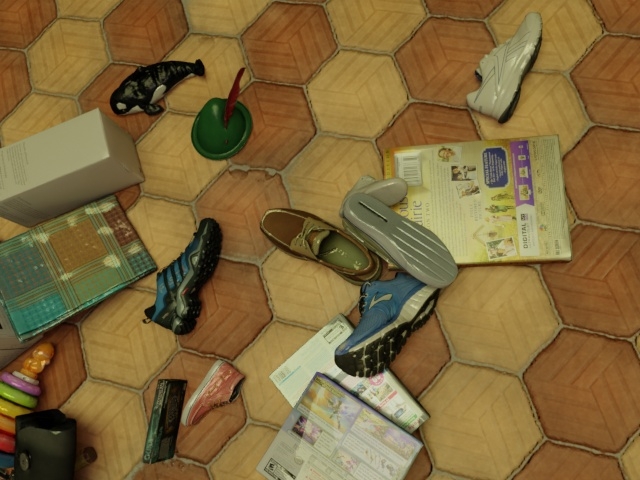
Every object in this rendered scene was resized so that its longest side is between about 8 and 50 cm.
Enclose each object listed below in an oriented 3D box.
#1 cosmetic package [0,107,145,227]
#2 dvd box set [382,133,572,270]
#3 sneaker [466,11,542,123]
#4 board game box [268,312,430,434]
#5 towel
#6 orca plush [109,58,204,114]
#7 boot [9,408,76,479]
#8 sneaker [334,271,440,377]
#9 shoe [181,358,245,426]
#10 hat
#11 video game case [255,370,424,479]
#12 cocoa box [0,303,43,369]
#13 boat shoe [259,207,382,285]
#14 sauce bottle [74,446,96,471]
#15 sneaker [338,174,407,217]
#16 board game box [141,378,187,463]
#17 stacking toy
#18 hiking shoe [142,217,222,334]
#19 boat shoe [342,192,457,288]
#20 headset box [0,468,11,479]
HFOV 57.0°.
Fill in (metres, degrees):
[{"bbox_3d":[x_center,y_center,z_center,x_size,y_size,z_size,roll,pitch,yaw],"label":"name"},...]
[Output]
[{"bbox_3d":[-0.684,-0.182,1.559,0.365,0.197,0.155,-22,73,3],"label":"cosmetic package"},{"bbox_3d":[0.364,-0.087,1.414,0.419,0.062,0.308,-4,76,9],"label":"dvd box set"},{"bbox_3d":[0.460,-0.442,1.461,0.129,0.111,0.297,23,81,21],"label":"sneaker"},{"bbox_3d":[0.066,0.354,1.346,0.224,0.097,0.303,-41,72,0],"label":"board game box"},{"bbox_3d":[-0.645,0.057,1.511,0.370,0.040,0.272,-30,73,-20],"label":"towel"},{"bbox_3d":[-0.463,-0.437,1.627,0.287,0.102,0.151,-11,75,7],"label":"orca plush"},{"bbox_3d":[-0.577,0.626,1.301,0.366,0.146,0.446,1,81,35],"label":"boot"},{"bbox_3d":[0.129,0.177,1.319,0.147,0.130,0.330,28,42,28],"label":"sneaker"},{"bbox_3d":[-0.256,0.380,1.414,0.081,0.063,0.178,28,79,20],"label":"shoe"},{"bbox_3d":[-0.280,-0.336,1.527,0.172,0.183,0.209,21,81,15],"label":"hat"},{"bbox_3d":[0.040,0.452,1.237,0.269,0.061,0.244,31,84,20],"label":"video game case"},{"bbox_3d":[-0.925,0.165,1.493,0.228,0.231,0.347,-37,73,8],"label":"cocoa box"},{"bbox_3d":[0.000,0.000,1.428,0.323,0.120,0.123,23,82,14],"label":"boat shoe"},{"bbox_3d":[-0.614,0.552,1.449,0.128,0.042,0.042,-29,73,4],"label":"sauce bottle"},{"bbox_3d":[0.122,-0.123,1.415,0.212,0.080,0.094,-23,48,46],"label":"sneaker"},{"bbox_3d":[-0.366,0.422,1.392,0.026,0.126,0.186,6,77,12],"label":"board game box"},{"bbox_3d":[-0.764,0.390,1.473,0.165,0.175,0.302,20,70,16],"label":"stacking toy"},{"bbox_3d":[-0.348,0.077,1.477,0.131,0.113,0.304,16,80,13],"label":"hiking shoe"},{"bbox_3d":[0.177,0.005,1.347,0.302,0.094,0.109,40,65,13],"label":"boat shoe"},{"bbox_3d":[-0.817,0.613,1.477,0.062,0.032,0.083,23,81,14],"label":"headset box"}]
